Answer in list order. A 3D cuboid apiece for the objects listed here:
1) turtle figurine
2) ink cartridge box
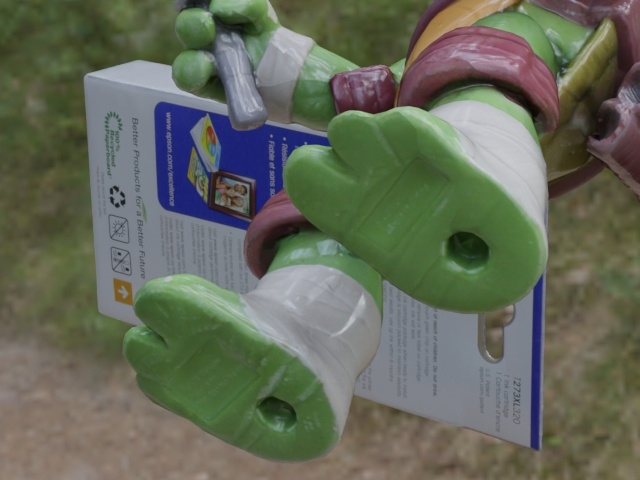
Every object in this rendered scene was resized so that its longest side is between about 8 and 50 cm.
[{"bbox_3d":[0.011,-0.083,0.604,0.198,0.274,0.266,-7,33,25],"label":"turtle figurine"},{"bbox_3d":[0.000,0.000,1.210,0.371,0.175,0.069,16,26,38],"label":"ink cartridge box"}]
